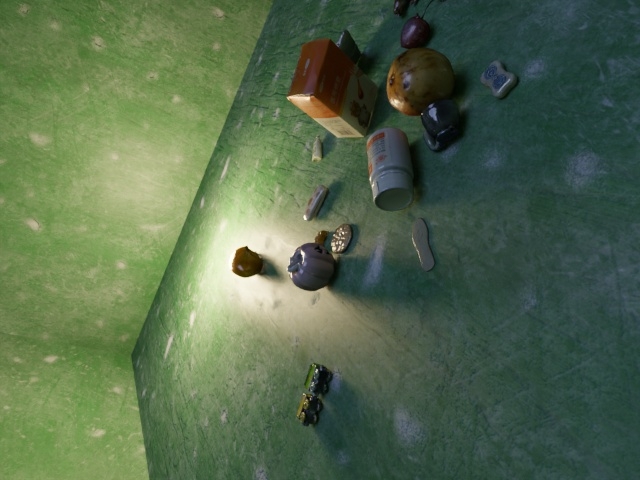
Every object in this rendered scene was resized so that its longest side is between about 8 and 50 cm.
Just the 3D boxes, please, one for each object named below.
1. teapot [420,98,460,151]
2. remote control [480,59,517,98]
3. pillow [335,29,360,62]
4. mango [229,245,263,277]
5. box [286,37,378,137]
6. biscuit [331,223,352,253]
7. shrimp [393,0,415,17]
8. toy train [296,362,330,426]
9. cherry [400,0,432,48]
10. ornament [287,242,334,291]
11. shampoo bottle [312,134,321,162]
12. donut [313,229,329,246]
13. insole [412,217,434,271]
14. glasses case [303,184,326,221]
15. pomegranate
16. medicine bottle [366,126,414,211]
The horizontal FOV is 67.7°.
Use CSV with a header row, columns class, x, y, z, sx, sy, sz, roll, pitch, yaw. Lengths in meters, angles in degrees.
class,x,y,z,sx,sy,sz,roll,pitch,yaw
teapot,0.349,-0.337,1.419,0.149,0.111,0.108,-31,62,40
remote control,0.491,-0.447,1.323,0.074,0.032,0.122,-52,34,30
pillow,0.072,-0.703,1.996,0.280,0.076,0.274,-65,-13,9
mango,-0.359,0.112,2.289,0.252,0.154,0.126,-120,47,-70
box,0.051,-0.557,1.787,0.144,0.341,0.224,8,79,39
biscuit,0.078,-0.007,1.758,0.120,0.015,0.120,-36,44,44
shrimp,0.339,-0.959,1.864,0.132,0.052,0.187,6,75,60
toy train,-0.025,0.508,1.577,0.081,0.060,0.202,11,82,67
cherry,0.363,-0.774,1.686,0.225,0.090,0.107,-51,22,14
ornament,-0.040,0.094,1.745,0.177,0.178,0.177,-36,44,44
shampoo bottle,-0.013,-0.416,2.139,0.049,0.034,0.141,-40,40,53
donut,0.000,0.000,1.861,0.083,0.038,0.067,-52,31,32
insole,0.298,0.010,1.394,0.064,0.004,0.188,-45,37,38
glasses case,-0.023,-0.156,1.989,0.164,0.041,0.063,-62,30,14
pomegranate,0.315,-0.482,1.481,0.215,0.215,0.215,-36,44,44
medicine bottle,0.225,-0.228,1.524,0.144,0.145,0.252,-40,42,41
